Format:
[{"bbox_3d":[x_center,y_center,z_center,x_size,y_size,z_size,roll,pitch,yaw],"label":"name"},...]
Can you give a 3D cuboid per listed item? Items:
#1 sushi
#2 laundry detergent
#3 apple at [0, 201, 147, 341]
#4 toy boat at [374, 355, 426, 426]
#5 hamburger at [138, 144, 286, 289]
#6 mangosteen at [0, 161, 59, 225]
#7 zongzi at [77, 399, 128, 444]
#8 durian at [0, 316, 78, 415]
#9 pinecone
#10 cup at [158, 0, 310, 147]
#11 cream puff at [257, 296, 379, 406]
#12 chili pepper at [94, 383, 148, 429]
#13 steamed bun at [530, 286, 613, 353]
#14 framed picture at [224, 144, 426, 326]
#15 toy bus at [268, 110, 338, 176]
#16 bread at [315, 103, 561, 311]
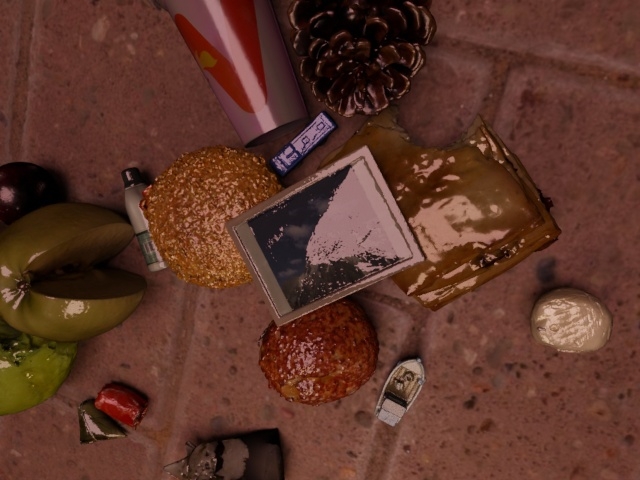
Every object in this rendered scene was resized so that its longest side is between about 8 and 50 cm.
[{"bbox_3d":[-0.207,0.529,0.974,0.273,0.134,0.109,-9,129,4],"label":"sushi"},{"bbox_3d":[-0.370,-0.045,0.921,0.070,0.099,0.225,-21,96,-21],"label":"laundry detergent"},{"bbox_3d":[-0.512,0.065,0.887,0.292,0.254,0.291,2,97,14],"label":"apple"},{"bbox_3d":[0.164,0.305,0.879,0.069,0.059,0.172,27,104,7],"label":"toy boat"},{"bbox_3d":[-0.194,-0.041,0.837,0.294,0.179,0.275,-23,93,15],"label":"hamburger"},{"bbox_3d":[-0.659,-0.100,0.942,0.153,0.152,0.152,2,100,12],"label":"mangosteen"},{"bbox_3d":[-0.535,0.441,1.063,0.114,0.052,0.103,-6,92,0],"label":"zongzi"},{"bbox_3d":[-0.711,0.278,1.006,0.256,0.204,0.339,37,114,19],"label":"durian"},{"bbox_3d":[0.059,-0.324,0.687,0.247,0.292,0.246,4,140,3],"label":"pinecone"},{"bbox_3d":[-0.137,-0.326,0.774,0.203,0.203,0.288,-22,98,15],"label":"cup"},{"bbox_3d":[0.000,0.218,0.819,0.240,0.240,0.163,-28,49,15],"label":"cream puff"},{"bbox_3d":[-0.475,0.389,1.028,0.123,0.073,0.070,26,62,5],"label":"chili pepper"},{"bbox_3d":[0.444,0.139,0.775,0.130,0.091,0.112,0,95,15],"label":"steamed bun"},{"bbox_3d":[0.000,0.000,0.704,0.281,0.019,0.208,-29,91,17],"label":"framed picture"},{"bbox_3d":[-0.035,-0.186,0.839,0.153,0.061,0.051,-41,94,11],"label":"toy bus"},{"bbox_3d":[0.197,-0.071,0.745,0.314,0.191,0.369,-36,89,16],"label":"bread"}]
